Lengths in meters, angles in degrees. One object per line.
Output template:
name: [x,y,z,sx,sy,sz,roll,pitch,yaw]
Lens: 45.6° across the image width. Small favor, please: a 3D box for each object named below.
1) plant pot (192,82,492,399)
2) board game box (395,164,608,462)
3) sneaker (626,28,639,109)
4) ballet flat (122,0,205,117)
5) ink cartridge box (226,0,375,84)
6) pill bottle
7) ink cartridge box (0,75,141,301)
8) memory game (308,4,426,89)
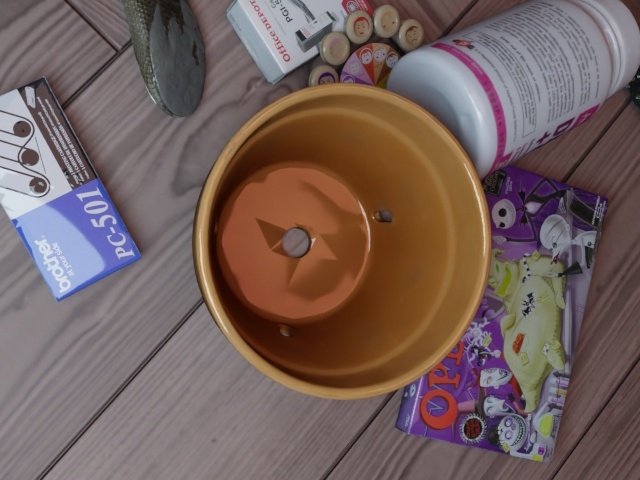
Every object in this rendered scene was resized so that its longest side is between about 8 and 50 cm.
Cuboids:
plant pot: [0.000,0.000,0.789,0.290,0.203,0.291,0,90,-18]
board game box: [0.230,0.086,0.949,0.208,0.056,0.347,15,85,-13]
sneaker: [0.491,-0.188,1.027,0.237,0.085,0.086,52,47,-7]
ballet flat: [-0.183,-0.254,0.813,0.084,0.058,0.250,-26,106,-52]
ink cartridge box: [-0.022,-0.256,0.861,0.135,0.056,0.099,-37,101,-16]
pill bottle: [0.229,-0.185,0.880,0.283,0.160,0.160,-28,98,-26]
ink cartridge box: [-0.276,-0.051,0.780,0.097,0.046,0.207,-29,99,-15]
memory game: [0.067,-0.178,0.881,0.186,0.012,0.186,-10,110,-29]
